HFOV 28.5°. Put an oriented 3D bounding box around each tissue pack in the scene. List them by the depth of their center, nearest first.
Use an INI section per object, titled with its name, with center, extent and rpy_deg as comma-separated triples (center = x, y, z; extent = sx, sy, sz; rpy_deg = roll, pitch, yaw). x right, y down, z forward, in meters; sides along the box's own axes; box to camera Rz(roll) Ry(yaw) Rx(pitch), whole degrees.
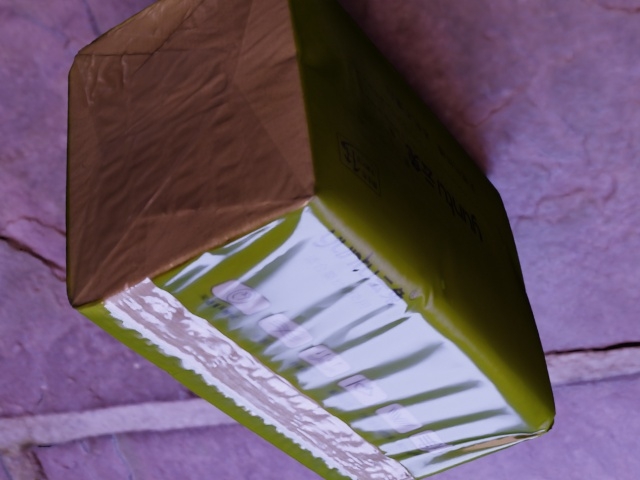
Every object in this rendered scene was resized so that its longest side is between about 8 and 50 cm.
[tissue pack]
center = 0.000, 0.000, 0.742
extent = 0.167, 0.200, 0.275
rpy_deg = -26, 138, 22
